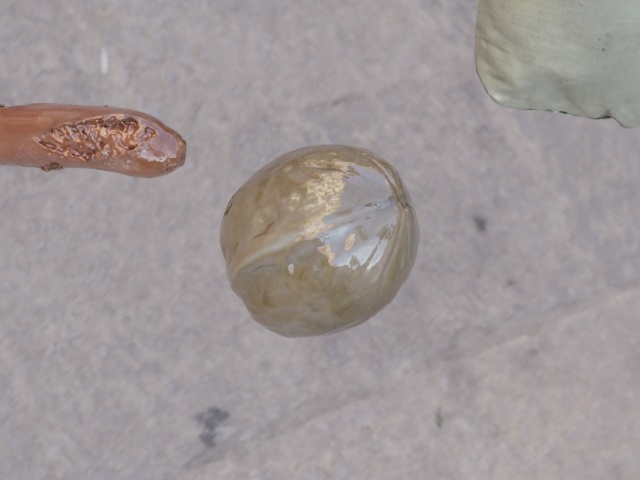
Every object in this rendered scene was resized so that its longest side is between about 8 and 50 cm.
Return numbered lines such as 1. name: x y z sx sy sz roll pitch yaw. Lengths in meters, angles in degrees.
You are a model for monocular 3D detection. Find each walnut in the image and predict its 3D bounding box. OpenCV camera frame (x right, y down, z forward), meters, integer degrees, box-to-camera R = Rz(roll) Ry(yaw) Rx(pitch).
1. walnut: -0.001 0.000 1.027 0.140 0.162 0.140 48 27 -35

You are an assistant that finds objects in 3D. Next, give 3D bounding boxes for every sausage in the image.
1. sausage: -0.293 -0.110 1.493 0.087 0.326 0.079 49 51 -54

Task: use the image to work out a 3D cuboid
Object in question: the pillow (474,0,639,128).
1. pillow: 0.130 -0.121 0.484 0.134 0.181 0.078 3 28 -9
